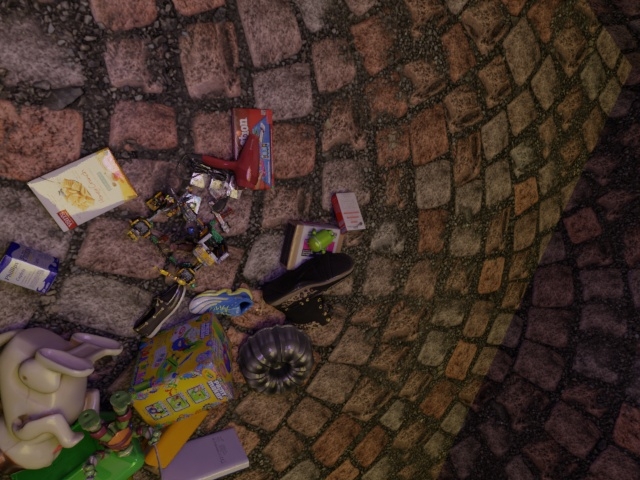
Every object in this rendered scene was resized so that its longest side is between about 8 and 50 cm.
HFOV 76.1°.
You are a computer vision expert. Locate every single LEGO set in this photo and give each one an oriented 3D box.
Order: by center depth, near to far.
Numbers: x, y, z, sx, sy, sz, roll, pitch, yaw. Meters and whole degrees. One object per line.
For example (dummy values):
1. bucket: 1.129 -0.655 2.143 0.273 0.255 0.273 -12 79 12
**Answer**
1. LEGO set: -0.452 0.005 1.322 0.255 0.192 0.331 -31 110 -6
2. LEGO set: -0.391 -0.129 1.456 0.183 0.060 0.244 16 91 -27

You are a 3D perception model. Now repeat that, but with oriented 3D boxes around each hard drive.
1. hard drive: -0.473 0.875 1.635 0.319 0.210 0.040 -5 109 -29

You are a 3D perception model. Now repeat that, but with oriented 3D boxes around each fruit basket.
1. fruit basket: -0.782 0.811 1.413 0.392 0.283 0.392 -27 139 -26

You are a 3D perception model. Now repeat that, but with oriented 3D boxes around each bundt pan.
1. bundt pan: -0.173 0.511 1.691 0.331 0.124 0.330 -7 118 -14

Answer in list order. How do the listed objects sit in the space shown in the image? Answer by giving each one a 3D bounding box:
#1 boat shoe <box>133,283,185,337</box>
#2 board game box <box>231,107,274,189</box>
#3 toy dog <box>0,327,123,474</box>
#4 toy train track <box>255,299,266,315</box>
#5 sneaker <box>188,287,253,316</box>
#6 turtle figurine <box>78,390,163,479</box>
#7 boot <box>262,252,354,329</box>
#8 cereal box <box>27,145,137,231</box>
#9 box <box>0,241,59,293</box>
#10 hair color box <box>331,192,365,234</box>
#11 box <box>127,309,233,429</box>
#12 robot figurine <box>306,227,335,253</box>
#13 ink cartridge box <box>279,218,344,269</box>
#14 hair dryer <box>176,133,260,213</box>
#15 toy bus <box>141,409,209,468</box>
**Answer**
1. boat shoe: -0.566 0.241 1.444 0.069 0.081 0.227 38 88 -38
2. board game box: -0.239 -0.323 1.459 0.145 0.027 0.281 -7 103 -27
3. toy dog: -0.857 0.497 1.229 0.396 0.284 0.407 19 90 -12
4. toy train track: -0.238 0.272 1.687 0.048 0.014 0.083 10 101 -32
5. sneaker: -0.364 0.238 1.534 0.240 0.126 0.091 -13 112 -27
6. turtle figurine: -0.581 0.599 1.196 0.198 0.274 0.266 -7 123 -9
7. boot: -0.010 0.218 1.659 0.378 0.138 0.284 -27 135 4
8. cereal box: -0.714 -0.157 1.244 0.240 0.047 0.173 -32 120 -17
9. box: -0.853 0.078 1.195 0.137 0.126 0.072 30 91 -34
10. hair color box: 0.114 -0.111 1.687 0.093 0.053 0.167 -6 71 -28
11. box: -0.465 0.432 1.403 0.279 0.290 0.177 -22 118 -3
12. robot figurine: 0.000 0.000 1.593 0.115 0.067 0.101 -34 110 -22
13. ink cartridge box: -0.032 0.025 1.680 0.235 0.088 0.193 5 105 -30
14. hair dryer: -0.312 -0.252 1.379 0.293 0.080 0.223 -41 108 -6
15. toy bus: -0.541 0.690 1.581 0.108 0.130 0.332 41 84 -34
